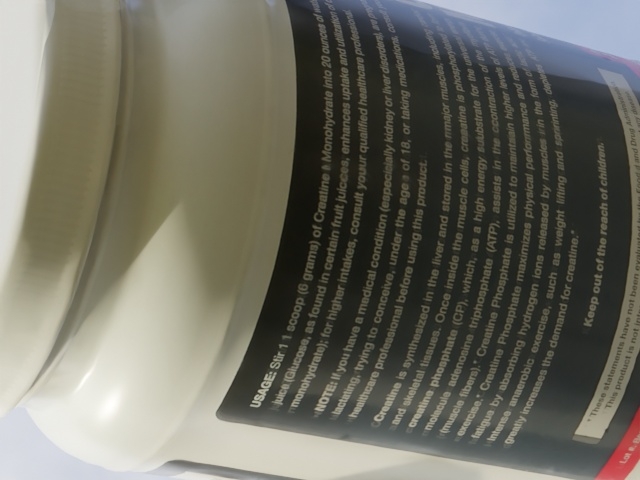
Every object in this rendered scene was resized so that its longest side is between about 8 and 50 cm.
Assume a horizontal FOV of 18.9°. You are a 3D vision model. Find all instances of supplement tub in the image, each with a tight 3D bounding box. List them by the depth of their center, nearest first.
[{"bbox_3d":[0.000,0.000,0.711,0.272,0.191,0.191,12,-88,-24],"label":"supplement tub"}]
